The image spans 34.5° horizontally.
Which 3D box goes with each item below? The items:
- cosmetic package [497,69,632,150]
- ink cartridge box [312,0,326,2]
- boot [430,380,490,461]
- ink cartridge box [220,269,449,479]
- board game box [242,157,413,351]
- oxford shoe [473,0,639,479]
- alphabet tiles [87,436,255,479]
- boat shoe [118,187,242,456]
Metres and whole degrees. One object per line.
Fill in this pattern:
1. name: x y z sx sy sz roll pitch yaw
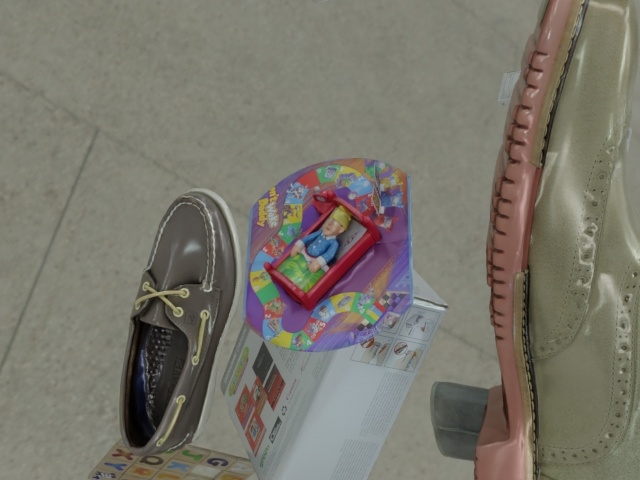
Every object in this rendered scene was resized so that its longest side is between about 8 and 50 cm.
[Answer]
1. cosmetic package: 0.407 -0.205 1.710 0.239 0.099 0.060 28 72 -36
2. ink cartridge box: -0.008 -0.277 0.627 0.160 0.093 0.219 -114 -176 -59
3. boot: 0.218 0.177 1.103 0.076 0.208 0.189 -29 123 -44
4. ink cartridge box: 0.002 0.145 1.361 0.130 0.309 0.272 15 19 -27
5. board game box: 0.000 0.000 0.770 0.033 0.133 0.168 57 29 -53
6. oxford shoe: 0.173 0.038 0.618 0.140 0.146 0.397 -57 148 -64
7. alphabet tiles: -0.222 0.340 1.456 0.198 0.237 0.009 18 49 -23
8. boat shoe: -0.175 0.099 1.233 0.097 0.117 0.324 -7 109 -67
